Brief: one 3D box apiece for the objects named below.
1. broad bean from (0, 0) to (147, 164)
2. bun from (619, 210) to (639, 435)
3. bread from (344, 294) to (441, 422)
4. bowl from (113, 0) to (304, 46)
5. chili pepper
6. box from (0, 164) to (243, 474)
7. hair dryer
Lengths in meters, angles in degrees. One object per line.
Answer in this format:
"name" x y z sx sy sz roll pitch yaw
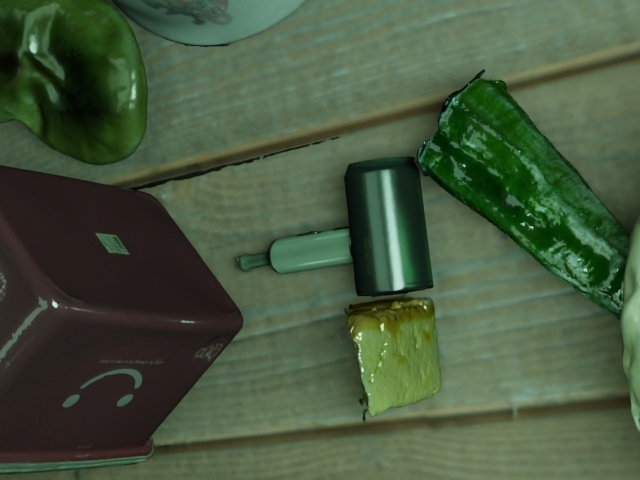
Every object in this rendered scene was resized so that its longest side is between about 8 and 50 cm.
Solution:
"broad bean" -0.223 -0.145 1.385 0.206 0.072 0.153 13 114 27
"bun" 0.340 0.035 0.863 0.359 0.211 0.360 6 98 49
"bread" 0.031 0.088 1.173 0.080 0.109 0.084 -9 91 35
"bowl" -0.133 -0.323 1.248 0.345 0.157 0.346 3 95 38
"chili pepper" 0.167 -0.017 1.089 0.227 0.059 0.088 42 112 27
"box" -0.209 0.057 1.257 0.167 0.294 0.193 -48 65 18
"hair dryer" 0.000 0.000 1.231 0.197 0.057 0.100 -12 83 44
